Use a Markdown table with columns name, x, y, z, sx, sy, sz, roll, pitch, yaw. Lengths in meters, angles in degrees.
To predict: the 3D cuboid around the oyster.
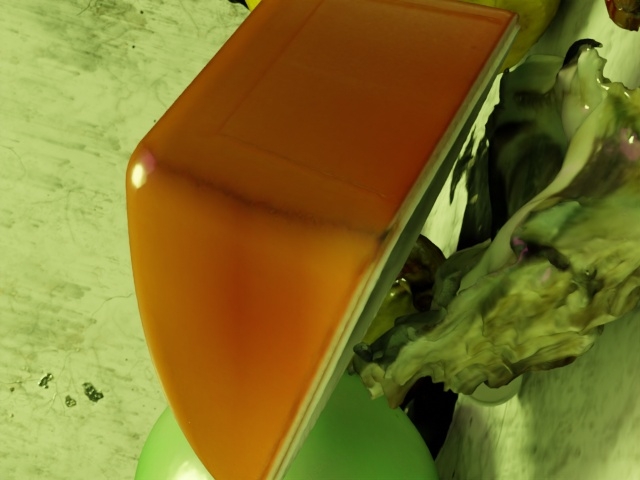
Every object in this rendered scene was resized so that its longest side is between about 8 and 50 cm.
| name | x | y | z | sx | sy | sz | roll | pitch | yaw |
| --- | --- | --- | --- | --- | --- | --- | --- | --- | --- |
| oyster | 0.122 | -0.001 | 0.862 | 0.238 | 0.114 | 0.351 | -60 | 10 | -22 |

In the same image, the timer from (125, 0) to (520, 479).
| name | x | y | z | sx | sy | sz | roll | pitch | yaw |
| --- | --- | --- | --- | --- | --- | --- | --- | --- | --- |
| timer | 0.000 | 0.000 | 0.903 | 0.257 | 0.161 | 0.250 | -58 | -22 | -46 |

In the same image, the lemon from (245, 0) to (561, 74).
| name | x | y | z | sx | sy | sz | roll | pitch | yaw |
| --- | --- | --- | --- | --- | --- | --- | --- | --- | --- |
| lemon | 0.065 | -0.255 | 1.170 | 0.297 | 0.297 | 0.297 | -164 | 90 | -82 |

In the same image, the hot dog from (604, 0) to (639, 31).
| name | x | y | z | sx | sy | sz | roll | pitch | yaw |
| --- | --- | --- | --- | --- | --- | --- | --- | --- | --- |
| hot dog | 0.204 | -0.199 | 0.947 | 0.062 | 0.038 | 0.144 | 119 | 165 | -59 |

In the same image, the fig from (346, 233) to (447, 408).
| name | x | y | z | sx | sy | sz | roll | pitch | yaw |
| --- | --- | --- | --- | --- | --- | --- | --- | --- | --- |
| fig | 0.046 | 0.052 | 1.163 | 0.274 | 0.145 | 0.170 | 138 | 155 | -74 |

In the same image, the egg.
| name | x | y | z | sx | sy | sz | roll | pitch | yaw |
| --- | --- | --- | --- | --- | --- | --- | --- | --- | --- |
| egg | -0.022 | 0.196 | 1.069 | 0.269 | 0.220 | 0.220 | 23 | 98 | 66 |

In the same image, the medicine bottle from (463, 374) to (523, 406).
| name | x | y | z | sx | sy | sz | roll | pitch | yaw |
| --- | --- | --- | --- | --- | --- | --- | --- | --- | --- |
| medicine bottle | 0.109 | 0.076 | 1.010 | 0.089 | 0.052 | 0.052 | -99 | 26 | -72 |
